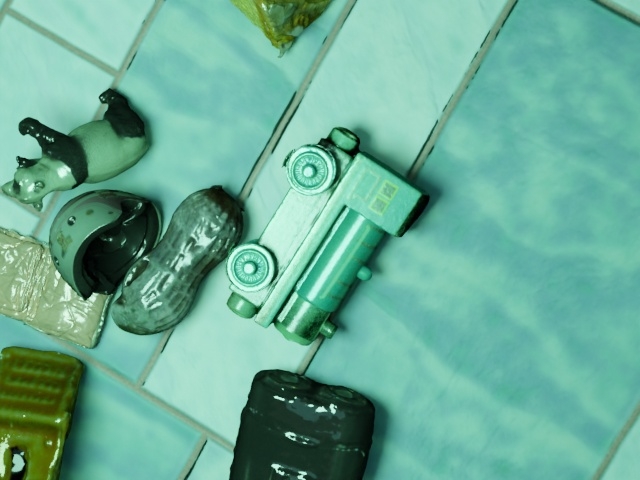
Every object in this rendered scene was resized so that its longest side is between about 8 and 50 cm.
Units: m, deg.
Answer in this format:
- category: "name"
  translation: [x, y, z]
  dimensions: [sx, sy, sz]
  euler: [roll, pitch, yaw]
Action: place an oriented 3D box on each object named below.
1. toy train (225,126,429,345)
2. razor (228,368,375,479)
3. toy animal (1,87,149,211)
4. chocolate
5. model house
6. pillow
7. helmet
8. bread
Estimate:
- category: "toy train"
  translation: [0.000, 0.000, 1.813]
  dimensions: [0.194, 0.120, 0.298]
  euler: [33, 98, 2]
- category: "razor"
  translation: [-0.045, 0.351, 1.839]
  dimensions: [0.189, 0.107, 0.327]
  euler: [17, 97, 9]
- category: "toy animal"
  translation: [-0.345, -0.120, 1.843]
  dimensions: [0.121, 0.225, 0.094]
  euler: [43, 140, 27]
- category: "chocolate"
  translation: [-0.198, 0.034, 1.856]
  dimensions: [0.110, 0.110, 0.248]
  euler: [41, 99, 6]
- category: "model house"
  translation: [-0.456, 0.265, 1.878]
  dimensions: [0.268, 0.173, 0.239]
  euler: [7, 76, 8]
- category: "pillow"
  translation: [-0.415, 0.066, 1.930]
  dimensions: [0.232, 0.043, 0.126]
  euler: [21, 91, 11]
- category: "helmet"
  translation: [-0.314, -0.007, 1.844]
  dimensions: [0.107, 0.177, 0.153]
  euler: [28, 108, 17]
- category: "bread"
  translation: [-0.074, -0.348, 1.797]
  dimensions: [0.147, 0.152, 0.127]
  euler: [45, 98, 15]
